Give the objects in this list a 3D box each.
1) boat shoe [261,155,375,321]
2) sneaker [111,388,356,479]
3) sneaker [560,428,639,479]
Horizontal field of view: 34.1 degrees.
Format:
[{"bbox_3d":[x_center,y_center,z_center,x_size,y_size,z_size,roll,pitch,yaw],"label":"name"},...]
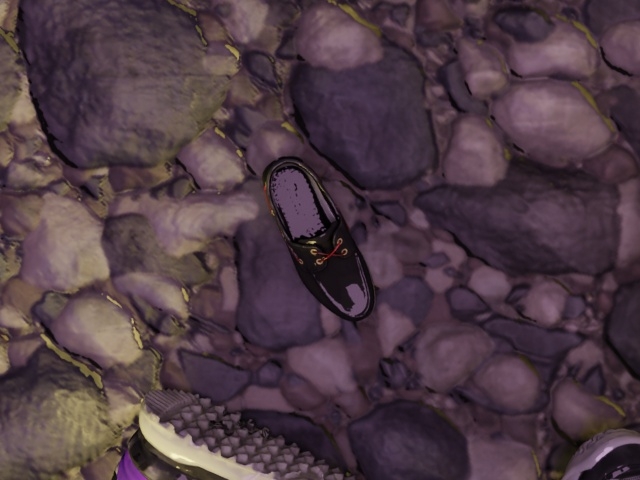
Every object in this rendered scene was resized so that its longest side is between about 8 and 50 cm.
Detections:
[{"bbox_3d":[-0.002,0.001,0.747,0.049,0.042,0.133,-28,94,0],"label":"boat shoe"},{"bbox_3d":[-0.023,0.234,0.730,0.293,0.102,0.146,29,98,10],"label":"sneaker"},{"bbox_3d":[0.223,0.270,0.693,0.101,0.153,0.269,1,95,-15],"label":"sneaker"}]
